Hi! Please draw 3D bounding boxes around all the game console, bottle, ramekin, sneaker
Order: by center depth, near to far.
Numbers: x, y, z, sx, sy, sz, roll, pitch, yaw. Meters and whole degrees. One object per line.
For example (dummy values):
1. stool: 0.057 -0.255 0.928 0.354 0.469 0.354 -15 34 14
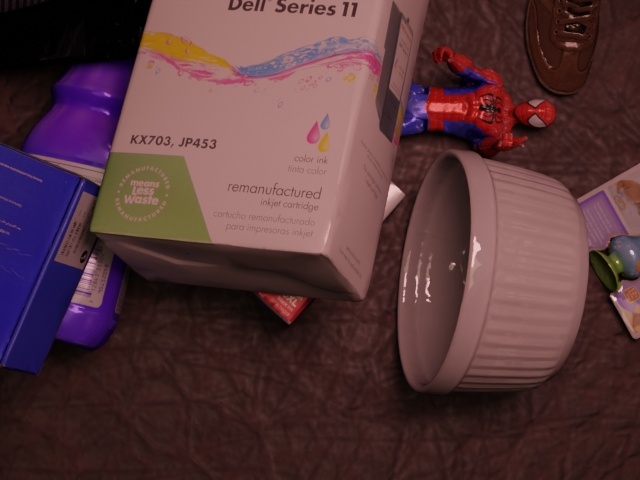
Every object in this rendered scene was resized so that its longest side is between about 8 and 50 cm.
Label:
1. ramekin: 0.144 0.032 1.265 0.109 0.207 0.207 8 84 -12
2. bottle: -0.205 -0.052 1.301 0.118 0.092 0.283 12 84 4
3. game console: -0.229 -0.324 1.311 0.213 0.044 0.361 -1 76 21
4. sneaker: 0.223 -0.227 1.350 0.066 0.071 0.188 4 89 -2

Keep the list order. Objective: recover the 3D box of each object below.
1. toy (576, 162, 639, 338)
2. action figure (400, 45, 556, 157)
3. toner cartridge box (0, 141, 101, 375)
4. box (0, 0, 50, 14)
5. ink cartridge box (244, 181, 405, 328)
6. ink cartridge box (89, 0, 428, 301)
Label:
1. toy: 0.352 -0.028 1.352 0.237 0.056 0.137 -29 88 -6
2. action figure: 0.074 -0.120 1.307 0.280 0.139 0.092 2 85 -6
3. toner cartridge box: -0.358 -0.030 1.246 0.347 0.075 0.165 23 85 17
4. box: -0.360 -0.325 1.126 0.312 0.179 0.343 -18 89 -11
5. ink cartridge box: 0.000 0.000 1.300 0.063 0.109 0.150 43 84 2
6. ink cartridge box: -0.037 -0.141 1.233 0.207 0.119 0.354 5 70 20
